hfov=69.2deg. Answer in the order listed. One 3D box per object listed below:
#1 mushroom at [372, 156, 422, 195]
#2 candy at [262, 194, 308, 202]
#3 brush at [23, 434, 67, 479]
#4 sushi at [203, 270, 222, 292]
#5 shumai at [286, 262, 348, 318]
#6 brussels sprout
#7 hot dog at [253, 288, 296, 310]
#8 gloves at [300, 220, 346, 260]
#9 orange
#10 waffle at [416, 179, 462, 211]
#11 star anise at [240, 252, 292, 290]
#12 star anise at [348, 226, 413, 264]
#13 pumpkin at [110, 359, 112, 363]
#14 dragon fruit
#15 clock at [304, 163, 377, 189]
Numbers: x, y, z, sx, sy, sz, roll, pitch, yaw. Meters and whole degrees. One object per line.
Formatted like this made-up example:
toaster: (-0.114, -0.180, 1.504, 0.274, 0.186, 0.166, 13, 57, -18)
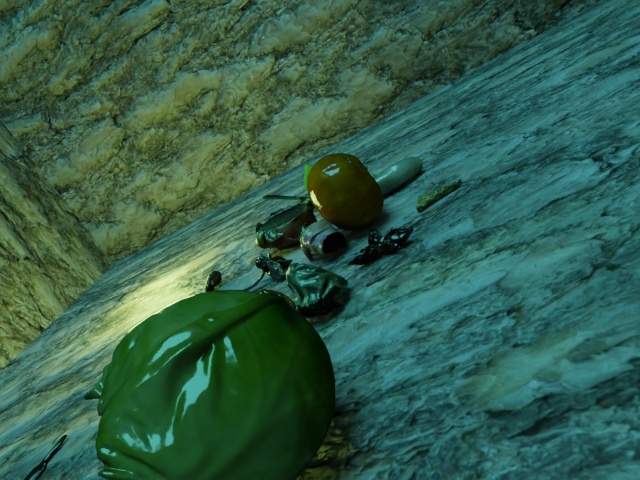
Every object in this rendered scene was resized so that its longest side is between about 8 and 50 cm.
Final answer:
mushroom: (0.239, -0.221, 1.801, 0.351, 0.095, 0.123, -29, 1, 2)
candy: (-0.091, -0.176, 1.982, 0.323, 0.097, 0.097, 1, 11, -18)
brush: (-0.792, 0.636, 1.315, 0.062, 0.016, 0.193, -19, 22, 28)
sushi: (-0.441, 0.167, 1.903, 0.118, 0.061, 0.060, -47, -8, -43)
shumai: (-0.014, 0.152, 1.248, 0.184, 0.184, 0.142, -9, 58, 48)
brussels sprout: (-0.163, 0.255, 0.812, 0.361, 0.342, 0.425, -41, 31, -7)
hot dog: (-0.192, 0.219, 1.307, 0.258, 0.114, 0.175, -15, 24, 38)
gloves: (-0.006, -0.009, 1.599, 0.145, 0.126, 0.241, -42, 29, -16)
orange: (0.084, -0.165, 1.603, 0.226, 0.284, 0.284, -42, 18, 7)
waffle: (0.383, -0.144, 1.491, 0.152, 0.023, 0.097, -21, 23, 25)
star anise: (-0.219, 0.159, 1.651, 0.148, 0.218, 0.228, 53, 128, 42)
star anise: (0.183, 0.003, 1.377, 0.212, 0.054, 0.157, -25, 20, 22)
pumpkin: (-0.523, 0.352, 1.407, 0.238, 0.159, 0.238, -39, 29, 27)
dragon fruit: (-0.126, -0.057, 1.872, 0.295, 0.130, 0.268, -32, 19, -3)
clock: (0.093, -0.252, 1.941, 0.255, 0.106, 0.219, -6, 20, -28)
